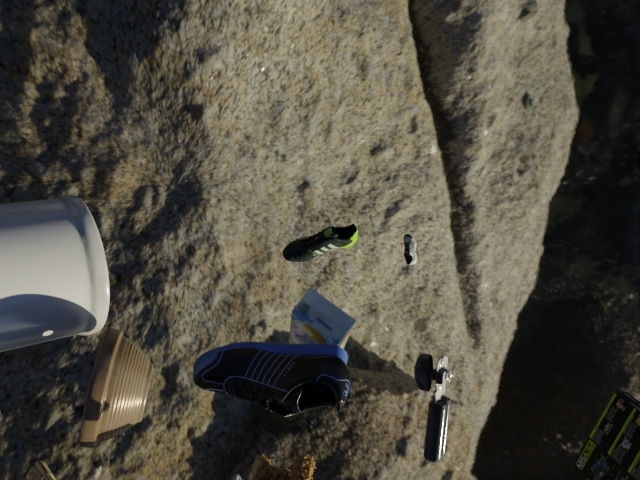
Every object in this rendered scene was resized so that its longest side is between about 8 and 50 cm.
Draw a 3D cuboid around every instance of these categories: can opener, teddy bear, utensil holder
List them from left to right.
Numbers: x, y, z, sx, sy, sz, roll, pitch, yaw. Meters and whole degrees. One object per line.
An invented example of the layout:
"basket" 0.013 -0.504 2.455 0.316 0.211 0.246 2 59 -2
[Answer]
"utensil holder" -0.698 0.082 1.187 0.385 0.327 0.328 -10 99 -41
"teddy bear" -0.080 0.695 1.486 0.113 0.337 0.245 33 52 -42
"can opener" 0.293 0.427 1.448 0.074 0.093 0.281 -9 101 -57

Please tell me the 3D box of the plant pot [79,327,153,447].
"plant pot" -0.412 0.308 1.156 0.109 0.237 0.238 13 92 -14

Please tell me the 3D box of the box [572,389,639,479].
"box" 0.604 0.421 1.075 0.045 0.184 0.191 15 105 -23

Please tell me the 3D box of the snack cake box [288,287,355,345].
"snack cake box" -0.003 0.255 1.561 0.152 0.264 0.089 34 64 13

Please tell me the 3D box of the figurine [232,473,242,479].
"figurine" -0.112 0.532 0.938 0.215 0.092 0.210 48 41 -21

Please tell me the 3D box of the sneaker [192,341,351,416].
"sneaker" -0.073 0.200 0.790 0.232 0.091 0.082 -6 127 6

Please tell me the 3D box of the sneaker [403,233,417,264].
"sneaker" 0.232 0.024 1.461 0.037 0.031 0.084 -20 98 -55

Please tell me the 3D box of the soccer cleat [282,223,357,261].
"soccer cleat" 0.000 0.000 1.254 0.178 0.072 0.060 -16 62 -14

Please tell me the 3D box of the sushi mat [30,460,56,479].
"sushi mat" -0.260 0.416 0.648 0.316 0.019 0.152 36 112 25
